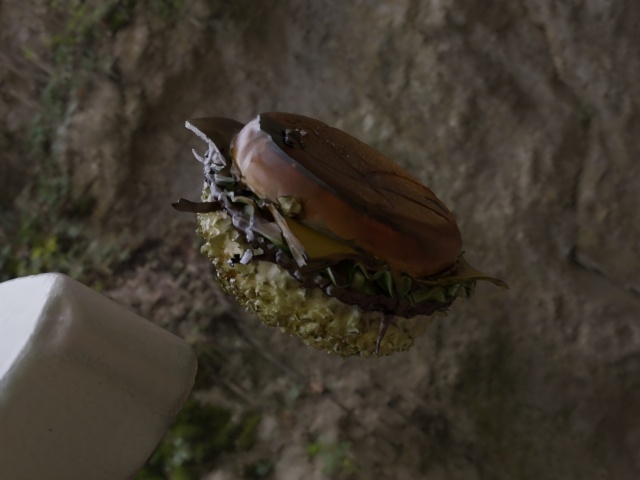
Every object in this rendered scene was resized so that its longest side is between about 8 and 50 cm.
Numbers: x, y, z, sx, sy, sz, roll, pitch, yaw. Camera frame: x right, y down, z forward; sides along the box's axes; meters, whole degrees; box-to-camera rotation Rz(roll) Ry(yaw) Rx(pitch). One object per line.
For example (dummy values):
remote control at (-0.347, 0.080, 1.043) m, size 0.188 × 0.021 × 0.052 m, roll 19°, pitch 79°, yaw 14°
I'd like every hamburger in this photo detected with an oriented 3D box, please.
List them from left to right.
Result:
hamburger at (0.000, 0.000, 1.061) m, size 0.262 × 0.243 × 0.138 m, roll 18°, pitch -69°, yaw -38°

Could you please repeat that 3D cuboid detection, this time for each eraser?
eraser at (-0.271, 0.158, 1.152) m, size 0.331 × 0.150 × 0.331 m, roll -44°, pitch 27°, yaw 29°
